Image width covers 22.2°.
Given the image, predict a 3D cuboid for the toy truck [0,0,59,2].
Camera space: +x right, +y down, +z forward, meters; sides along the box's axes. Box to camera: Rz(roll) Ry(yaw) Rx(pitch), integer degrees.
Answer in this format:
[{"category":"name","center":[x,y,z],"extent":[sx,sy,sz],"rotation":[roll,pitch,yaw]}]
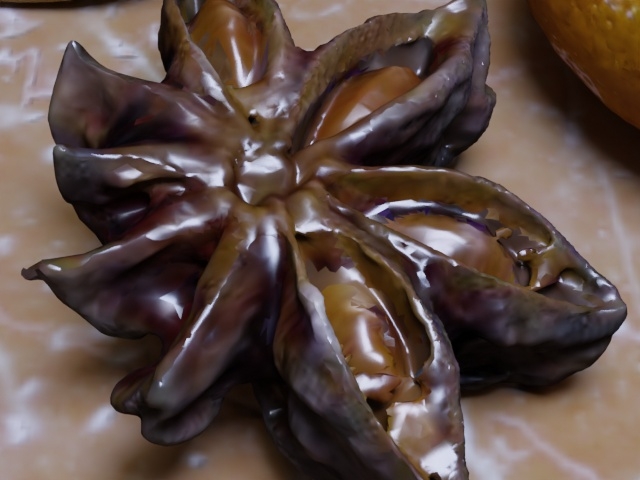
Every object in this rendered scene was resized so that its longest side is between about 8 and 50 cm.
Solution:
[{"category":"toy truck","center":[-0.123,-0.266,0.657],"extent":[0.204,0.288,0.211],"rotation":[4,42,-3]}]

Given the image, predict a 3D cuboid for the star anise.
[{"category":"star anise","center":[0.001,-0.006,0.576],"extent":[0.214,0.099,0.220],"rotation":[27,51,-1]}]

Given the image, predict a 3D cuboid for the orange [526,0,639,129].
[{"category":"orange","center":[0.194,-0.131,0.628],"extent":[0.240,0.171,0.240],"rotation":[3,54,-4]}]
